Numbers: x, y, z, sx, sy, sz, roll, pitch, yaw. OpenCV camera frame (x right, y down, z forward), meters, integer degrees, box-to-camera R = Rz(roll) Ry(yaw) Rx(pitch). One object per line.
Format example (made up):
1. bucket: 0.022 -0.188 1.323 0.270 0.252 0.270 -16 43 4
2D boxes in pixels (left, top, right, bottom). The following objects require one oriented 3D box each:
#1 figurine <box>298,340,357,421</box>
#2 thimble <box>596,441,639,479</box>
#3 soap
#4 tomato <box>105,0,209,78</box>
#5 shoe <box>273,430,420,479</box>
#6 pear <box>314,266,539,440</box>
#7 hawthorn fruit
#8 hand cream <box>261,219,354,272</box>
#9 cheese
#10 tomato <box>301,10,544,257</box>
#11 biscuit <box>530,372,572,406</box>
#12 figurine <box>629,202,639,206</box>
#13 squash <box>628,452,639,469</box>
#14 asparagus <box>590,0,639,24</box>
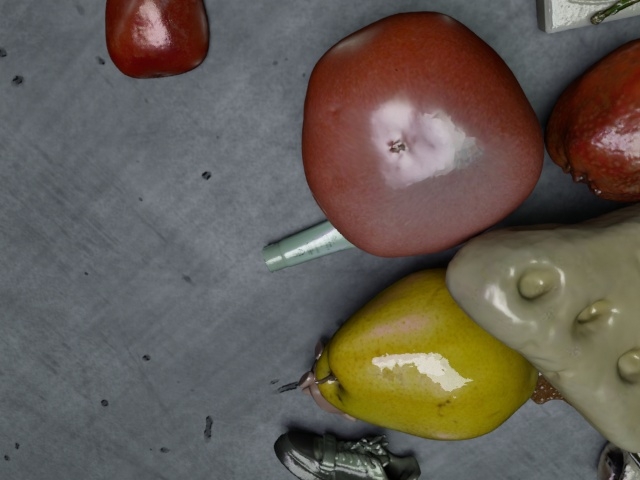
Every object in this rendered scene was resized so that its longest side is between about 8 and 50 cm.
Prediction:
1. figurine: 0.035 0.255 1.010 0.138 0.125 0.125 31 113 -20
2. thimble: 0.579 0.430 1.020 0.090 0.102 0.115 14 97 0
3. soap: 0.391 -0.363 0.742 0.183 0.064 0.122 -9 113 11
4. tomato: -0.260 -0.331 0.821 0.166 0.082 0.174 -3 114 9
5. shoe: 0.064 0.424 1.081 0.292 0.109 0.149 30 108 -9
6. pear: 0.169 0.194 0.869 0.336 0.285 0.285 -33 106 -2
7. hawthorn fruit: 0.439 -0.178 0.743 0.205 0.205 0.253 39 101 -9
8. hand cream: 0.000 0.000 0.945 0.204 0.050 0.078 -20 104 9
9. cheese: 0.349 0.133 0.729 0.350 0.129 0.329 -10 98 -9
10. tomato: 0.123 -0.128 0.755 0.340 0.273 0.342 2 112 5
11. biscuit: 0.418 0.216 0.990 0.182 0.034 0.215 -28 109 17
12. figurine: 0.553 -0.015 0.819 0.184 0.128 0.208 51 148 -14
13. squash: 0.643 0.223 0.838 0.263 0.263 0.384 44 107 -11
14. asparagus: 0.415 -0.318 0.716 0.127 0.018 0.015 -26 79 16
